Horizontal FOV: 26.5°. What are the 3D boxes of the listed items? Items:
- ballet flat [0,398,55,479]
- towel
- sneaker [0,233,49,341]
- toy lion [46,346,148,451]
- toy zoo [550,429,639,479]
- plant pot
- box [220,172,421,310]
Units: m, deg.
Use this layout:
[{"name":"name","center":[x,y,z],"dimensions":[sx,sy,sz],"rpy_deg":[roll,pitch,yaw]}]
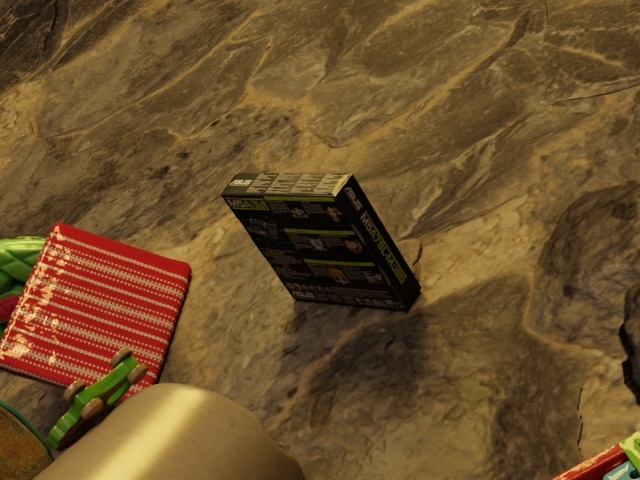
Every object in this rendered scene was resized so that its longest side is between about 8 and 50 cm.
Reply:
[{"name":"ballet flat","center":[-0.311,0.274,1.352],"dimensions":[0.123,0.348,0.123],"rpy_deg":[-2,55,3]},{"name":"towel","center":[-0.285,0.094,1.740],"dimensions":[0.198,0.031,0.275],"rpy_deg":[18,41,-4]},{"name":"sneaker","center":[-0.531,0.073,1.950],"dimensions":[0.482,0.185,0.202],"rpy_deg":[-15,33,19]},{"name":"toy lion","center":[-0.218,0.159,1.306],"dimensions":[0.100,0.034,0.096],"rpy_deg":[-37,-16,-41]},{"name":"toy zoo","center":[0.227,0.272,1.144],"dimensions":[0.293,0.030,0.192],"rpy_deg":[-30,31,3]},{"name":"plant pot","center":[-0.166,0.302,1.215],"dimensions":[0.333,0.334,0.305],"rpy_deg":[-9,27,33]},{"name":"box","center":[0.000,0.000,1.577],"dimensions":[0.190,0.184,0.045],"rpy_deg":[2,44,45]}]
